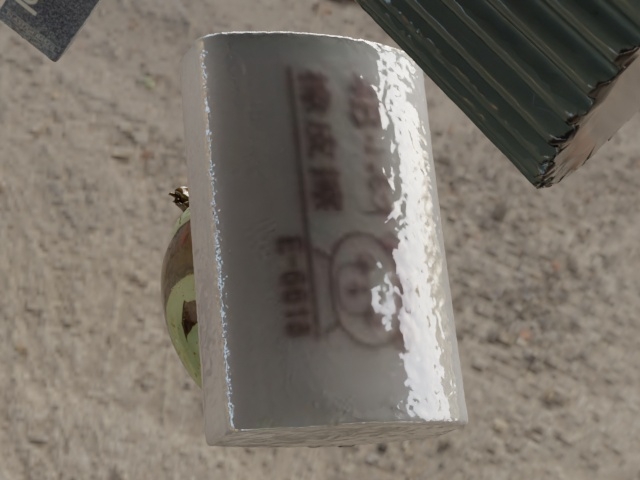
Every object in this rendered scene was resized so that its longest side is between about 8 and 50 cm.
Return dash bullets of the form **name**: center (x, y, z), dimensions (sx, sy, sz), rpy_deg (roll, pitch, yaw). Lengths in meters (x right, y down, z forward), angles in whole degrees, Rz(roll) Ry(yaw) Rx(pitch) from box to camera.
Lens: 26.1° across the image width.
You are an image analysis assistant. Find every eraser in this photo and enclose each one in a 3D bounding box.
- **eraser**: center (-0.284, -0.304, 1.585), dimensions (0.092, 0.212, 0.046), rpy_deg (38, 40, -11)
- **eraser**: center (0.000, 0.000, 0.932), dimensions (0.174, 0.095, 0.270), rpy_deg (3, 70, -26)

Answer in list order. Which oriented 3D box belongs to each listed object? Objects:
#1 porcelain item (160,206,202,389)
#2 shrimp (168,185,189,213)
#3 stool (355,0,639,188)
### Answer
- **porcelain item**: center (-0.012, 0.043, 1.256), dimensions (0.253, 0.253, 0.253), rpy_deg (7, 47, -8)
- **shrimp**: center (-0.026, 0.013, 1.415), dimensions (0.294, 0.154, 0.062), rpy_deg (23, 87, -24)
- **stool**: center (0.108, -0.247, 0.818), dimensions (0.330, 0.297, 0.297), rpy_deg (43, 51, 11)
